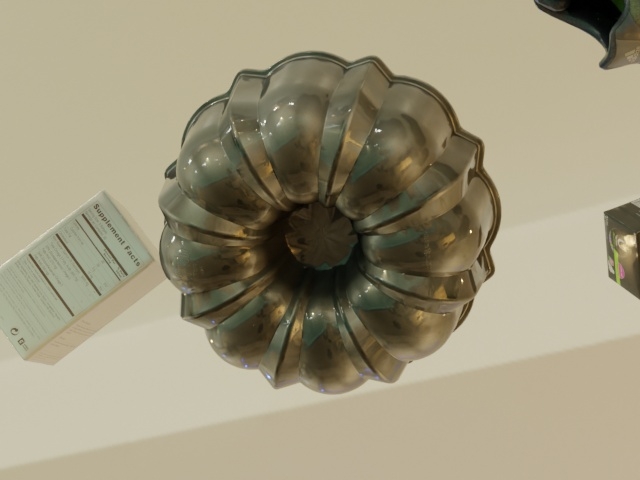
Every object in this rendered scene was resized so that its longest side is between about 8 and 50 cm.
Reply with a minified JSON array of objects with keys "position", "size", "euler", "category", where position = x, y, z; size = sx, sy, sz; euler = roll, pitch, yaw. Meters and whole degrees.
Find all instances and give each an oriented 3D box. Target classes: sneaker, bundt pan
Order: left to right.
[{"position":[0.000,0.000,0.988],"size":[0.331,0.124,0.331],"euler":[3,-70,8],"category":"bundt pan"},{"position":[0.221,-0.265,0.934],"size":[0.300,0.121,0.111],"euler":[57,-20,29],"category":"sneaker"}]

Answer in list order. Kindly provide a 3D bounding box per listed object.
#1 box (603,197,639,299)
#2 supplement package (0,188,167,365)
[{"position":[0.337,0.008,1.139],"size":[0.052,0.062,0.083],"euler":[-19,-62,-13],"category":"box"},{"position":[-0.273,0.044,1.220],"size":[0.179,0.105,0.105],"euler":[-37,-100,-4],"category":"supplement package"}]
